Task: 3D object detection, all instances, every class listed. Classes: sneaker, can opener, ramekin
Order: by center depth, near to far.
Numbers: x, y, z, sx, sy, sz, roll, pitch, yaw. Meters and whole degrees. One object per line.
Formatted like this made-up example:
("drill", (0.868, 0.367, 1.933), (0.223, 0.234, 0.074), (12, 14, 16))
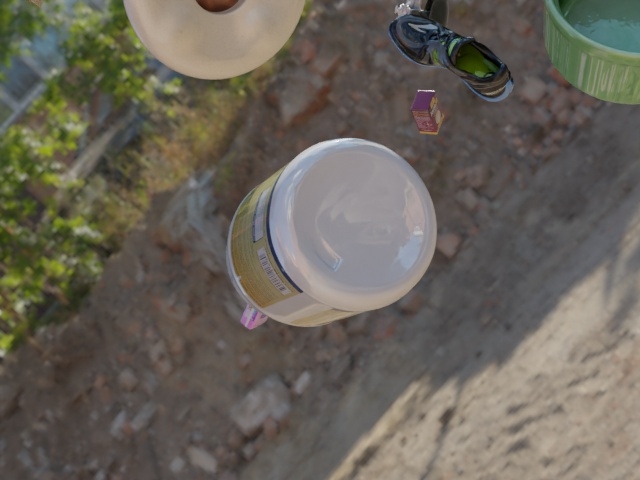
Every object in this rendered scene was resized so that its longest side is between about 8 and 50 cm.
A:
("sneaker", (0.176, -0.254, 1.509), (0.067, 0.188, 0.078), (-52, -19, -12))
("ramekin", (0.496, -0.362, 1.798), (0.303, 0.303, 0.148), (-51, -21, -21))
("can opener", (0.204, -0.495, 2.074), (0.074, 0.093, 0.280), (-121, 41, -61))

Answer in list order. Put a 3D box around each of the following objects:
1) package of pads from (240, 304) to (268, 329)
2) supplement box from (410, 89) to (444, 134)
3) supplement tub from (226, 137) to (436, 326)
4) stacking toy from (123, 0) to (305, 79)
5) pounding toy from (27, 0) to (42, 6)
("package of pads", (-0.100, 0.106, 1.910), (0.050, 0.032, 0.083), (-33, -28, -57))
("supplement box", (0.229, -0.273, 2.426), (0.043, 0.083, 0.055), (8, 61, 28))
("supplement tub", (0.000, 0.000, 1.580), (0.228, 0.228, 0.316), (-51, 9, -20))
("stacking toy", (-0.271, -0.513, 2.145), (0.350, 0.350, 0.480), (-49, 34, -6))
("pounding toy", (-0.633, -0.611, 2.437), (0.155, 0.154, 0.269), (-64, -8, -2))
